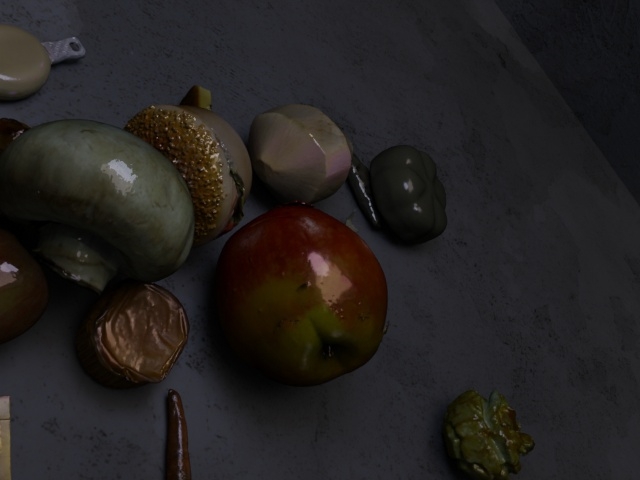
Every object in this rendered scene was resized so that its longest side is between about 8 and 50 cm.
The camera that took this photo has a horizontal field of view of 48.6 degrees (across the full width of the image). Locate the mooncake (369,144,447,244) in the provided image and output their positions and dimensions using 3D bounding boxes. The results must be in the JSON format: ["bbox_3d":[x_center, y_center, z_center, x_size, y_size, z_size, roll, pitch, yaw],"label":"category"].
[{"bbox_3d":[0.245,-0.126,1.909,0.275,0.135,0.275,37,42,-42],"label":"mooncake"}]

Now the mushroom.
[{"bbox_3d":[-0.381,-0.053,1.205,0.352,0.352,0.261,31,73,-22],"label":"mushroom"}]

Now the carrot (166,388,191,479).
[{"bbox_3d":[-0.262,0.367,1.301,0.047,0.047,0.191,13,58,-34],"label":"carrot"}]

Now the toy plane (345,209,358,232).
[{"bbox_3d":[0.000,0.000,1.710,0.286,0.092,0.108,-22,56,-42],"label":"toy plane"}]

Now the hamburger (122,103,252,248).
[{"bbox_3d":[-0.277,-0.129,1.408,0.302,0.302,0.170,51,34,-4],"label":"hamburger"}]

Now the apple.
[{"bbox_3d":[-0.540,0.078,1.137,0.174,0.188,0.188,-40,93,-29],"label":"apple"}]

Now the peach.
[{"bbox_3d":[-0.038,0.102,1.443,0.369,0.370,0.370,20,55,-30],"label":"peach"}]

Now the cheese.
[{"bbox_3d":[-0.584,-0.355,1.435,0.248,0.070,0.164,-4,68,-42],"label":"cheese"}]

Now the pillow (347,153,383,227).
[{"bbox_3d":[0.121,-0.145,1.908,0.093,0.051,0.241,-14,74,-48],"label":"pillow"}]

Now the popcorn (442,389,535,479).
[{"bbox_3d":[0.388,0.466,1.690,0.204,0.183,0.221,20,40,-46],"label":"popcorn"}]

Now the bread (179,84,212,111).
[{"bbox_3d":[-0.280,-0.237,1.606,0.049,0.088,0.226,14,59,-37],"label":"bread"}]

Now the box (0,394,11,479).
[{"bbox_3d":[-0.534,0.323,1.117,0.089,0.022,0.156,9,60,-36],"label":"box"}]

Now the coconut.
[{"bbox_3d":[-0.056,-0.199,1.669,0.259,0.259,0.259,20,55,-30],"label":"coconut"}]

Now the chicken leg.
[{"bbox_3d":[-0.571,-0.109,1.305,0.107,0.087,0.252,3,69,-18],"label":"chicken leg"}]

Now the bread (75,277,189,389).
[{"bbox_3d":[-0.347,0.174,1.303,0.199,0.104,0.199,19,58,-34],"label":"bread"}]
